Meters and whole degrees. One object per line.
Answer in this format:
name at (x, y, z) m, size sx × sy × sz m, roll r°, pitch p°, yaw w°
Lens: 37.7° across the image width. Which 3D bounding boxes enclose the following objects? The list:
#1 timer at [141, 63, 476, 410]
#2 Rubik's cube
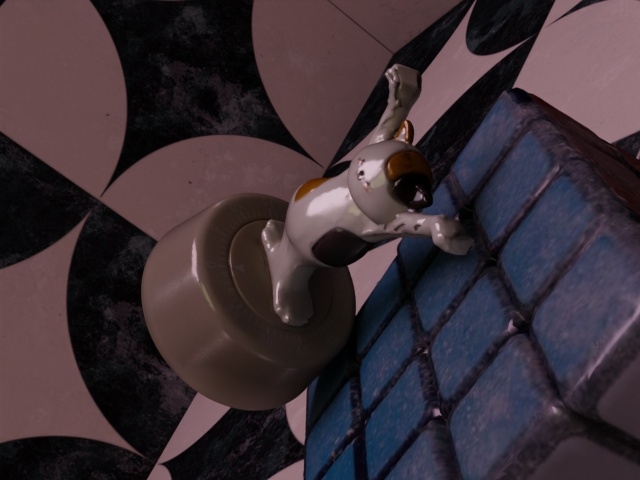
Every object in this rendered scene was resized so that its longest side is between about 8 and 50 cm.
timer at (0.000, 0.000, 0.702) m, size 0.266 × 0.175 × 0.175 m, roll -40°, pitch 20°, yaw 43°
Rubik's cube at (0.207, 0.148, 0.669) m, size 0.337 × 0.343 × 0.344 m, roll -57°, pitch 14°, yaw 19°
